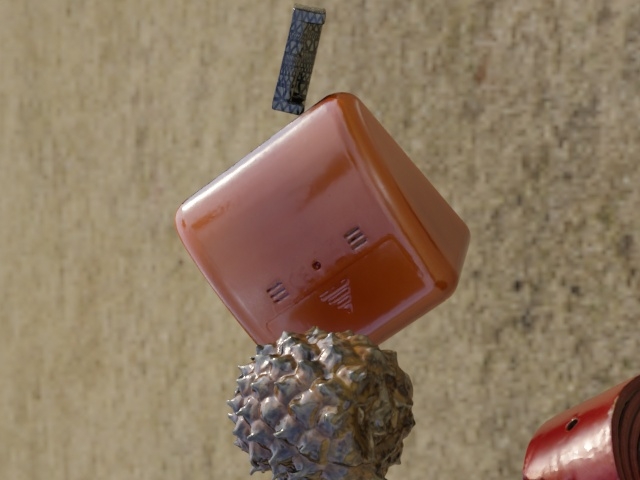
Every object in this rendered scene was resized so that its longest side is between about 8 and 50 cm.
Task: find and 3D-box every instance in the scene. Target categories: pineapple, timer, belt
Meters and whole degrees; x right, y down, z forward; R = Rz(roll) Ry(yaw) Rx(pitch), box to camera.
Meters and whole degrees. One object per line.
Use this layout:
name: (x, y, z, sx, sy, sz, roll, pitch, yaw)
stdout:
pineapple: (-0.012, 0.160, 1.394, 0.193, 0.166, 0.166, 5, 97, 42)
timer: (0.000, 0.000, 1.631, 0.250, 0.257, 0.161, 52, -164, -10)
belt: (0.326, 0.244, 1.395, 0.115, 0.324, 0.227, -31, 71, 36)

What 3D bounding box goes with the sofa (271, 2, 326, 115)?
sofa: (-0.024, -0.201, 1.633, 0.060, 0.039, 0.118, -84, 6, -76)
